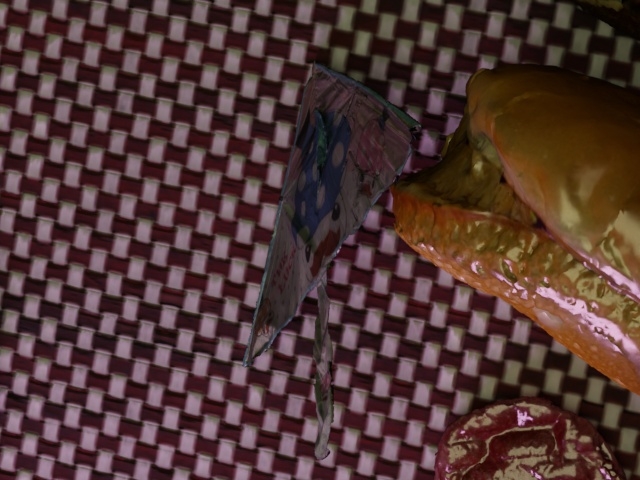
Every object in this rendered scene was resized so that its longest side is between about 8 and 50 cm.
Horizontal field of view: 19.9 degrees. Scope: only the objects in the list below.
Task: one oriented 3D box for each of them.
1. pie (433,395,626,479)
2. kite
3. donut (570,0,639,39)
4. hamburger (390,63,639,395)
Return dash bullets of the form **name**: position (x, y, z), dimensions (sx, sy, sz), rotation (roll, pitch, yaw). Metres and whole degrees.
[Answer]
- **pie**: position (0.156, 0.188, 1.355), dimensions (0.154, 0.038, 0.153), rotation (1, 95, 11)
- **kite**: position (0.000, 0.000, 1.270), dimensions (0.011, 0.335, 0.314), rotation (9, 58, -18)
- **donut**: position (0.256, -0.176, 1.251), dimensions (0.187, 0.144, 0.126), rotation (36, 98, 35)
- **hamburger**: position (0.209, 0.004, 1.187), dimensions (0.314, 0.290, 0.170), rotation (34, 103, 9)
